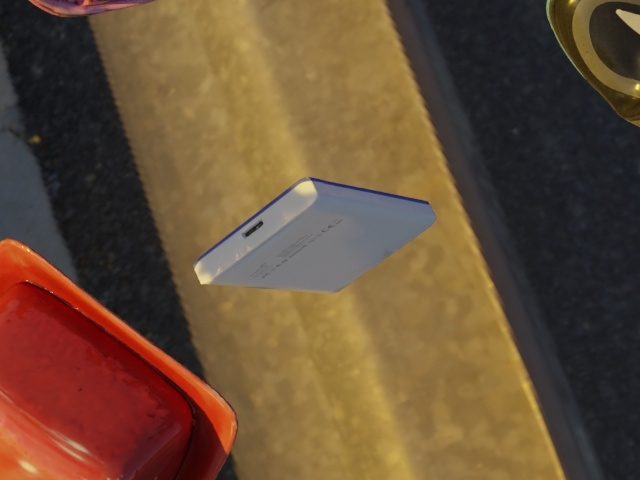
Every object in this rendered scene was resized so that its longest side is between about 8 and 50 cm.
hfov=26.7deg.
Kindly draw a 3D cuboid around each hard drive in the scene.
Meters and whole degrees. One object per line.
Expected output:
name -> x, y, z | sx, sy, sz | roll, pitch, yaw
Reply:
hard drive -> 0.000, 0.000, 1.846 | 0.318, 0.210, 0.040 | 8, 51, -57

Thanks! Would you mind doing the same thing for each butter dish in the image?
butter dish -> -0.146, 0.111, 0.680 | 0.160, 0.160, 0.118 | 37, 42, 8

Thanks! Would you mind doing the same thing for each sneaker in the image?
sneaker -> 0.171, -0.046, 0.555 | 0.188, 0.067, 0.078 | 47, 17, -4

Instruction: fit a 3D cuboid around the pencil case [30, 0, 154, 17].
pencil case -> -0.192, -0.350, 0.982 | 0.167, 0.160, 0.386 | -25, 63, 6
